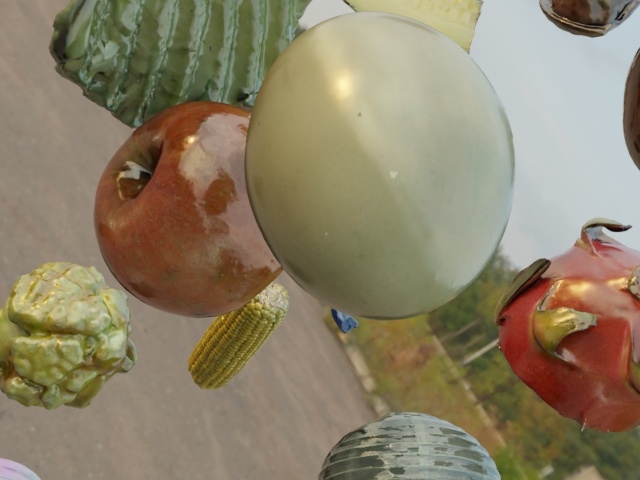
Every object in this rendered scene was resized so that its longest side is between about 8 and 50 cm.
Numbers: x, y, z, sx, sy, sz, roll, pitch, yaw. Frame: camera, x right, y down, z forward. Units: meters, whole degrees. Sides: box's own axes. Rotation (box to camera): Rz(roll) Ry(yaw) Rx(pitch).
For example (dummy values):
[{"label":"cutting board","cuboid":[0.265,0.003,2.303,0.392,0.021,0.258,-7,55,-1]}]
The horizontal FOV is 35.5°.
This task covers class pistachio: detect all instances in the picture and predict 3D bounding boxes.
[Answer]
[{"label":"pistachio","cuboid":[0.437,-0.397,1.615,0.210,0.165,0.130,-73,152,-42]}]

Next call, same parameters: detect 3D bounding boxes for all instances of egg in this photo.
[{"label":"egg","cuboid":[0.047,-0.062,0.809,0.219,0.219,0.269,53,31,-52]}]

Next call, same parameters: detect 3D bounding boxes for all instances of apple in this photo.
[{"label":"apple","cuboid":[-0.133,-0.031,1.172,0.253,0.253,0.253,57,3,-4]}]

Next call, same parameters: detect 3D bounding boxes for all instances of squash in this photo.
[{"label":"squash","cuboid":[0.109,-0.370,1.384,0.155,0.204,0.237,36,58,-37]}]

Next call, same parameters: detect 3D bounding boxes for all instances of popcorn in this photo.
[{"label":"popcorn","cuboid":[-0.494,0.178,1.889,0.335,0.274,0.279,-109,-161,-71]}]

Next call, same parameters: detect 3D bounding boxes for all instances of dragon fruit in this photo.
[{"label":"dragon fruit","cuboid":[0.424,0.106,1.427,0.305,0.226,0.305,18,39,-15]}]

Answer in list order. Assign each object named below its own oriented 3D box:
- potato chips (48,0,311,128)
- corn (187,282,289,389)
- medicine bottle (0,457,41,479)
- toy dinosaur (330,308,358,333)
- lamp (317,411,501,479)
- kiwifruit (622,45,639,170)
[{"label":"potato chips","cuboid":[-0.161,-0.320,1.224,0.097,0.389,0.373,22,-1,39]},{"label":"corn","cuboid":[-0.126,0.142,1.476,0.081,0.248,0.081,19,47,-22]},{"label":"medicine bottle","cuboid":[-0.456,0.426,1.310,0.152,0.152,0.254,55,15,-28]},{"label":"toy dinosaur","cuboid":[0.000,0.000,1.391,0.248,0.188,0.075,43,-40,10]},{"label":"lamp","cuboid":[0.116,0.348,1.316,0.265,0.233,0.233,29,20,-37]},{"label":"kiwifruit","cuboid":[0.474,-0.164,1.250,0.196,0.196,0.234,54,46,-50]}]
